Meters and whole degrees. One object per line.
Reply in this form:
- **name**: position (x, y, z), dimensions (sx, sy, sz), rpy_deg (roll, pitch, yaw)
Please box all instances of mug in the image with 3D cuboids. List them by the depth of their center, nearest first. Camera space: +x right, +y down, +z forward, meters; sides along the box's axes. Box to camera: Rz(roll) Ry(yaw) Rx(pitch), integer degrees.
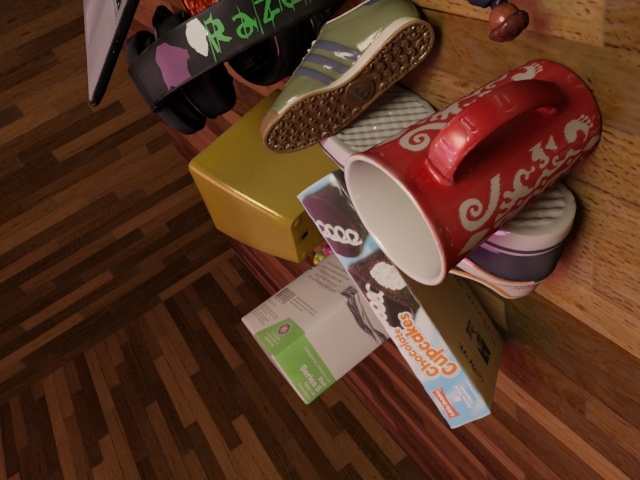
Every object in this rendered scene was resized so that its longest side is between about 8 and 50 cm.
- **mug**: position (0.125, -0.057, 0.403), dimensions (0.113, 0.169, 0.150), rpy_deg (60, 165, -13)

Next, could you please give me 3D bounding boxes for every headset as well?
- **headset**: position (-0.130, -0.253, 0.664), dimensions (0.185, 0.244, 0.394), rpy_deg (60, 165, -15)

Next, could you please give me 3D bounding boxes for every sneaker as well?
- **sneaker**: position (0.014, -0.170, 0.542), dimensions (0.064, 0.192, 0.086), rpy_deg (31, -148, -49)
- **sneaker**: position (0.103, -0.055, 0.576), dimensions (0.321, 0.126, 0.127), rpy_deg (45, 158, 37)

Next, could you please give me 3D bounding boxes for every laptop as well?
- **laptop**: position (-0.313, -0.449, 0.623), dimensions (0.237, 0.407, 0.381), rpy_deg (14, -146, -34)

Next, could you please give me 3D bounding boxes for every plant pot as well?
- **plant pot**: position (-0.064, -0.088, 0.949), dimensions (0.187, 0.212, 0.212), rpy_deg (37, 160, 22)

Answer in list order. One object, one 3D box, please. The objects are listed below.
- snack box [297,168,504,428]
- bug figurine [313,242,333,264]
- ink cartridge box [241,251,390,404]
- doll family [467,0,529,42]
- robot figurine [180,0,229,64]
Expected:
- **snack box**: position (0.115, 0.046, 0.689), dimensions (0.321, 0.060, 0.187), rpy_deg (56, -152, -1)
- **bug figurine**: position (0.000, 0.000, 1.177), dimensions (0.216, 0.072, 0.279), rpy_deg (56, 166, 1)
- **ink cartridge box**: position (0.023, 0.123, 0.957), dimensions (0.114, 0.273, 0.198), rpy_deg (59, 167, -20)
- **doll family**: position (0.114, -0.189, 0.313), dimensions (0.111, 0.076, 0.193), rpy_deg (59, -169, -2)
- **robot figurine**: position (-0.183, -0.412, 0.826), dimensions (0.211, 0.085, 0.290), rpy_deg (28, 150, 58)
